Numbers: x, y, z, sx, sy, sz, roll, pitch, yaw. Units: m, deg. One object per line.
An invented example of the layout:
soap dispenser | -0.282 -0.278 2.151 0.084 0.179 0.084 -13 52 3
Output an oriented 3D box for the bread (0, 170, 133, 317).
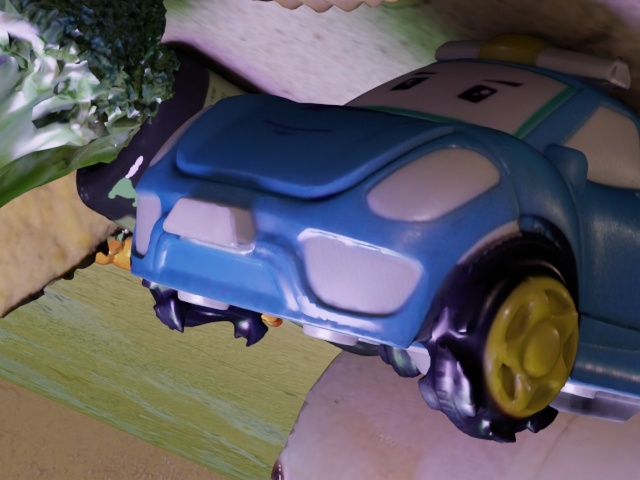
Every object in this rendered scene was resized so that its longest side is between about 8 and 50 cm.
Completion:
bread | -0.223 -0.009 1.159 0.236 0.198 0.263 2 -174 -37

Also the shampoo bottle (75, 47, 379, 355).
shampoo bottle | 0.000 0.000 1.056 0.283 0.101 0.101 31 165 -23

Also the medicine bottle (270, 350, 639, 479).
medicine bottle | 0.191 0.202 1.190 0.406 0.236 0.235 14 163 41

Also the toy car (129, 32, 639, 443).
toy car | 0.067 -0.006 0.768 0.198 0.166 0.314 12 178 43

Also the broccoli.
broccoli | -0.198 -0.073 0.846 0.294 0.245 0.265 9 170 46

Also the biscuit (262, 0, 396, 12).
biscuit | -0.046 -0.162 0.582 0.259 0.079 0.259 23 166 6

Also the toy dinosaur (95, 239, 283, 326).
toy dinosaur | -0.153 -0.008 1.378 0.288 0.070 0.117 29 167 5
